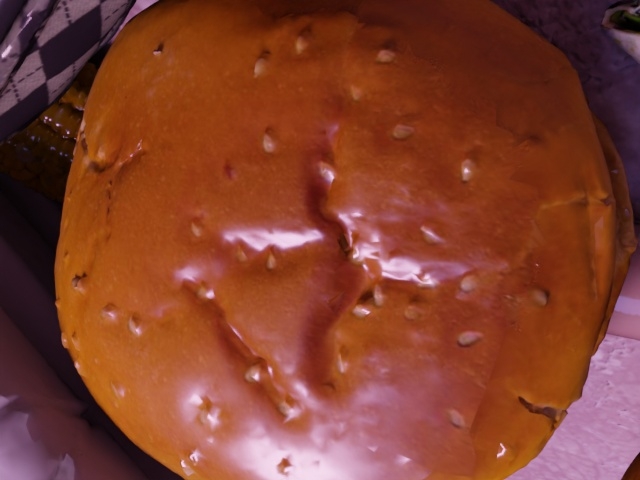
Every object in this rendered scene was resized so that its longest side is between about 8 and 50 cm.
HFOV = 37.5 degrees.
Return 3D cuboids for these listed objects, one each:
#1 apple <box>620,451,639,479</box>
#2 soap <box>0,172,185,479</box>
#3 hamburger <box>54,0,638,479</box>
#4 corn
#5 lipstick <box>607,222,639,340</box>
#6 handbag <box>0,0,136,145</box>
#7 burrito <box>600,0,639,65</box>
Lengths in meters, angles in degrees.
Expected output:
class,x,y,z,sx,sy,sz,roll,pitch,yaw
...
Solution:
class,x,y,z,sx,sy,sz,roll,pitch,yaw
apple,0.312,0.205,0.631,0.237,0.207,0.237,33,156,17
soap,-0.166,0.158,0.650,0.213,0.350,0.435,-43,88,14
hamburger,0.000,0.000,0.508,0.314,0.290,0.170,13,-175,20
corn,-0.152,-0.067,0.636,0.313,0.102,0.102,28,143,-9
lipstick,0.172,0.021,0.573,0.254,0.070,0.070,11,141,18
handbag,-0.230,-0.263,0.401,0.416,0.180,0.317,41,132,-12
burrito,0.270,-0.038,0.452,0.309,0.066,0.096,36,144,-9
